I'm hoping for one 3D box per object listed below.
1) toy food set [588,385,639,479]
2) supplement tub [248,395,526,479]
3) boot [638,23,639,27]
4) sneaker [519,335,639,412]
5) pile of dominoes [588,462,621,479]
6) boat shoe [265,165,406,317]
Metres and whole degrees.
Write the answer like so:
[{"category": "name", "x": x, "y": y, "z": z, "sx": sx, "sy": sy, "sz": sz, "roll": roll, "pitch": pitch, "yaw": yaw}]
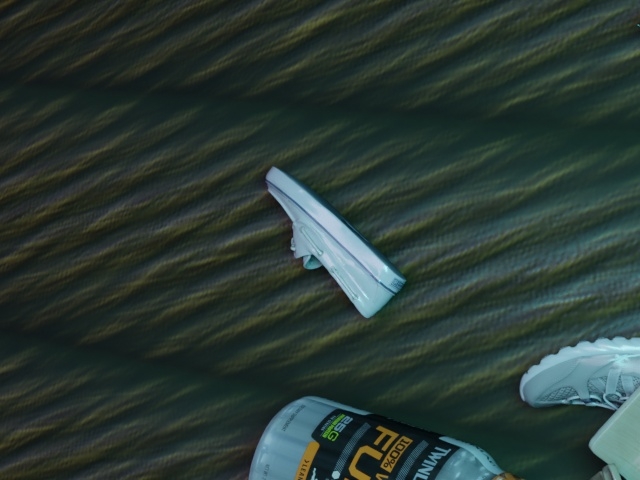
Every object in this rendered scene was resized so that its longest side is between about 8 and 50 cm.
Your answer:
[{"category": "toy food set", "x": 0.433, "y": 0.228, "z": 1.312, "sx": 0.220, "sy": 0.092, "sz": 0.306, "roll": -50, "pitch": 37, "yaw": 9}, {"category": "supplement tub", "x": 0.086, "y": 0.316, "z": 1.564, "sx": 0.316, "sy": 0.193, "sz": 0.193, "roll": 13, "pitch": 86, "yaw": 30}, {"category": "boot", "x": 0.441, "y": -0.270, "z": 1.540, "sx": 0.121, "sy": 0.099, "sz": 0.045, "roll": -38, "pitch": 66, "yaw": 18}, {"category": "sneaker", "x": 0.365, "y": 0.170, "z": 1.488, "sx": 0.281, "sy": 0.105, "sz": 0.115, "roll": -13, "pitch": 73, "yaw": 26}, {"category": "pile of dominoes", "x": 0.351, "y": 0.384, "z": 1.429, "sx": 0.040, "sy": 0.196, "sz": 0.251, "roll": -12, "pitch": 70, "yaw": -10}, {"category": "boat shoe", "x": 0.000, "y": 0.000, "z": 1.734, "sx": 0.084, "sy": 0.095, "sz": 0.258, "roll": -49, "pitch": 60, "yaw": 7}]
